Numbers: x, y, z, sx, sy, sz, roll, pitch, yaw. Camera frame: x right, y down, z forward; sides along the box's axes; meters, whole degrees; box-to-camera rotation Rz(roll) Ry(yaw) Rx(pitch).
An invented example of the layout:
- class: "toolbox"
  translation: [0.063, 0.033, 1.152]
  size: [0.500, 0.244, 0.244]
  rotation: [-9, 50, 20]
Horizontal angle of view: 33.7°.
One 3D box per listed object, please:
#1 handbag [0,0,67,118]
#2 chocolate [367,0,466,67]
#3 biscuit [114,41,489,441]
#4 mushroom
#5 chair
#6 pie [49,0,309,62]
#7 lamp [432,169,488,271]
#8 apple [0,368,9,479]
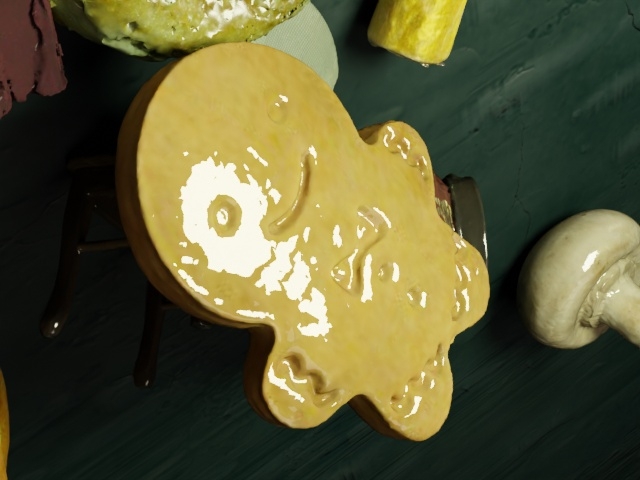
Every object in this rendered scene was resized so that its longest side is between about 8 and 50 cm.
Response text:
- class: "handbag"
  translation: [-0.262, -0.138, 0.608]
  size: [0.203, 0.074, 0.216]
  rotation: [-29, 146, -24]
- class: "chocolate"
  translation: [0.110, -0.266, 0.924]
  size: [0.086, 0.085, 0.219]
  rotation: [-7, 129, -39]
- class: "biscuit"
  translation: [0.002, 0.000, 0.801]
  size: [0.355, 0.052, 0.275]
  rotation: [44, 57, -27]
- class: "mushroom"
  translation: [0.358, 0.074, 1.395]
  size: [0.206, 0.209, 0.206]
  rotation: [-16, 158, -7]
- class: "chair"
  translation: [-0.099, -0.049, 0.899]
  size: [0.186, 0.319, 0.160]
  rotation: [-7, 151, 26]
- class: "pie"
  translation: [-0.081, -0.270, 0.719]
  size: [0.355, 0.103, 0.288]
  rotation: [-26, 143, -22]
- class: "lamp"
  translation: [0.042, 0.014, 1.014]
  size: [0.247, 0.247, 0.247]
  rotation: [-25, 139, -24]
- class: "apple"
  translation: [-0.358, 0.165, 0.817]
  size: [0.226, 0.246, 0.246]
  rotation: [-5, 131, -16]
